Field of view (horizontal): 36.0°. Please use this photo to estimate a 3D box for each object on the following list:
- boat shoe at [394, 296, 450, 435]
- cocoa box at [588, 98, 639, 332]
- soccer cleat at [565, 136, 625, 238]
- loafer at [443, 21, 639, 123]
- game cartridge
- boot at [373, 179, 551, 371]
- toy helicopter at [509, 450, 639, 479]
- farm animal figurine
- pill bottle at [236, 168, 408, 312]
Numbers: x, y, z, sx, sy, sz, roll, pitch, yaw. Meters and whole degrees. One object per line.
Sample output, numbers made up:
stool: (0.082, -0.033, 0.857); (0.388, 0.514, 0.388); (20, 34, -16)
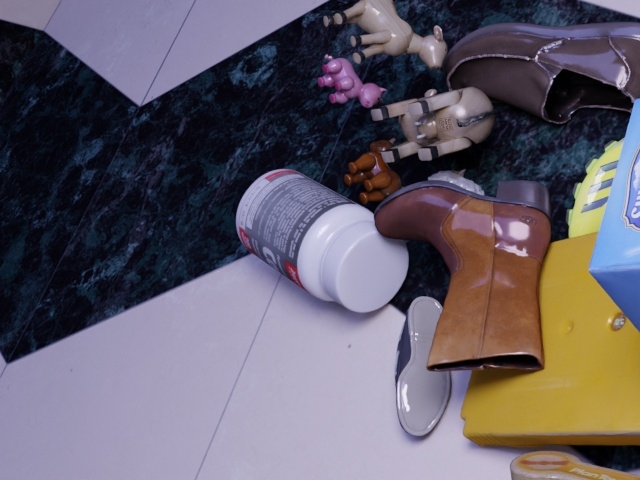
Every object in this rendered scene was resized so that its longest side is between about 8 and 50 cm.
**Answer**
boat shoe: (0.141, 0.185, 1.405); (0.065, 0.075, 0.206); (115, 164, -62)
cocoa box: (0.467, 0.027, 0.991); (0.228, 0.347, 0.231); (-7, 50, 45)
soccer cleat: (0.445, -0.096, 1.325); (0.289, 0.093, 0.121); (-51, 48, -3)
loafer: (0.338, -0.251, 1.504); (0.366, 0.134, 0.130); (1, 60, 41)
game cartridge: (0.324, 0.120, 1.229); (0.324, 0.053, 0.285); (-18, 46, 56)
boot: (0.178, 0.056, 1.330); (0.264, 0.096, 0.280); (1, 56, 19)
toy helicopter: (0.363, 0.271, 1.048); (0.355, 0.235, 0.140); (3, 105, 50)
farm animal figurine: (0.154, -0.213, 1.542); (0.172, 0.330, 0.327); (-21, 30, -28)
pill bottle: (0.000, 0.000, 1.576); (0.161, 0.161, 0.283); (-52, 41, -5)
